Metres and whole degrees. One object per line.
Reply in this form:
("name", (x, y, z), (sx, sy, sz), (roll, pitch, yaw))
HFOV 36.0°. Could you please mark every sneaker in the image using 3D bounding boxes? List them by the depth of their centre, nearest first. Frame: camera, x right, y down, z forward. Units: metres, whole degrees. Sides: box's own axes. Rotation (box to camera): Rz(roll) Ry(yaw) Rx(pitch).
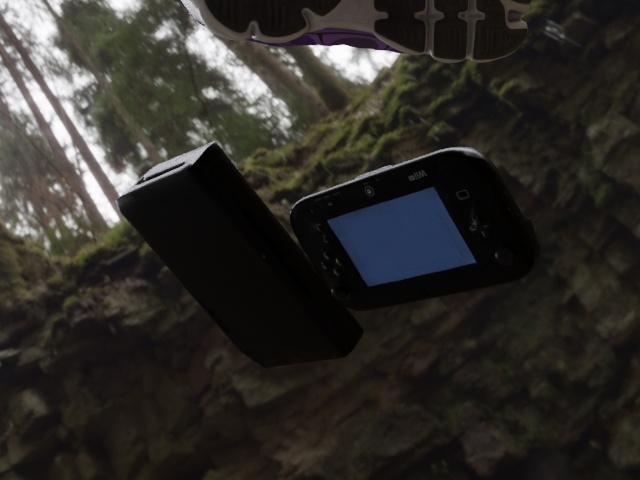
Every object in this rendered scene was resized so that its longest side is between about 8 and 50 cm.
("sneaker", (0.017, -0.120, 0.466), (0.170, 0.071, 0.068), (3, -85, -13))

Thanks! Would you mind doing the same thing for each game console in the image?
("game console", (0.000, 0.000, 0.765), (0.213, 0.361, 0.044), (51, -129, -19))
